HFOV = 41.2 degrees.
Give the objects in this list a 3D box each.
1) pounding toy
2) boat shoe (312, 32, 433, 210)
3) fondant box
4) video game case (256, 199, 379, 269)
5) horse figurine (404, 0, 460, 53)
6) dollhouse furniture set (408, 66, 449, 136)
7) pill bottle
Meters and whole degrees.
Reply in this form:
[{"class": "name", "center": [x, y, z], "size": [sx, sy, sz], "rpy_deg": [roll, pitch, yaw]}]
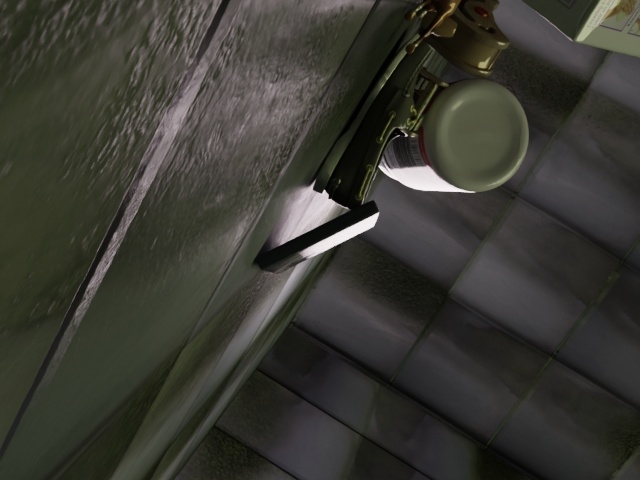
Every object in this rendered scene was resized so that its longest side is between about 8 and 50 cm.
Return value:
[{"class": "pounding toy", "center": [0.285, -0.408, 1.552], "size": [0.155, 0.154, 0.269], "rpy_deg": [-61, 176, 37]}, {"class": "boat shoe", "center": [0.102, -0.190, 1.381], "size": [0.305, 0.091, 0.109], "rpy_deg": [-58, 177, -1]}, {"class": "fondant box", "center": [0.296, -0.288, 0.890], "size": [0.330, 0.238, 0.096], "rpy_deg": [-3, 134, -42]}, {"class": "video game case", "center": [0.000, 0.000, 1.385], "size": [0.196, 0.026, 0.274], "rpy_deg": [-26, 177, 0]}, {"class": "horse figurine", "center": [0.193, -0.383, 1.214], "size": [0.174, 0.066, 0.263], "rpy_deg": [-49, 174, -37]}, {"class": "dollhouse furniture set", "center": [0.147, -0.233, 1.559], "size": [0.182, 0.101, 0.161], "rpy_deg": [-59, 176, 15]}, {"class": "pill bottle", "center": [0.241, -0.204, 1.707], "size": [0.210, 0.210, 0.363], "rpy_deg": [-58, -164, -5]}]
